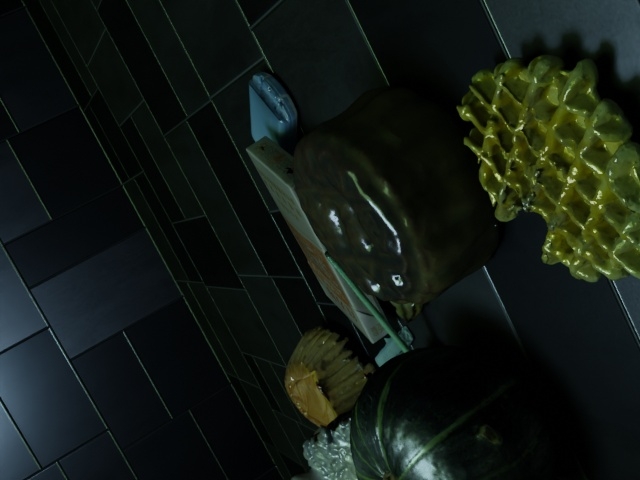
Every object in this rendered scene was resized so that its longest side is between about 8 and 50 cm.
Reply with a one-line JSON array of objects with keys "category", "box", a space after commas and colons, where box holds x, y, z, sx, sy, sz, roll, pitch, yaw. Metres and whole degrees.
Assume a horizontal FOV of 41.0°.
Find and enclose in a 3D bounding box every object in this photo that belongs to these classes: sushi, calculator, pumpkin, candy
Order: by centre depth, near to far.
[{"category": "pumpkin", "box": [0.188, 0.311, 1.261, 0.323, 0.241, 0.323, 32, 139, 33]}, {"category": "candy", "box": [0.108, 0.140, 1.394, 0.092, 0.093, 0.335, -19, 117, 42]}, {"category": "calculator", "box": [-0.085, -0.208, 1.532, 0.121, 0.039, 0.210, 53, 160, 25]}, {"category": "sushi", "box": [0.108, 0.370, 1.598, 0.196, 0.182, 0.343, 46, 138, -3]}]

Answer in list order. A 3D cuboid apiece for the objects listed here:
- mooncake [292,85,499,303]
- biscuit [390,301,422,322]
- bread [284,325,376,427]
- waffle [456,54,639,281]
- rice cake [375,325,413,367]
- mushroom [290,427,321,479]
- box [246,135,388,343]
[{"category": "mooncake", "box": [0.094, -0.052, 1.130, 0.290, 0.161, 0.290, 48, 158, 26]}, {"category": "biscuit", "box": [0.089, -0.001, 1.400, 0.273, 0.036, 0.187, 54, 161, 16]}, {"category": "bread", "box": [0.025, 0.317, 1.857, 0.274, 0.149, 0.274, 44, 148, 37]}, {"category": "waffle", "box": [0.248, -0.069, 0.884, 0.250, 0.056, 0.261, 13, 128, 63]}, {"category": "rice cake", "box": [0.134, 0.200, 1.589, 0.042, 0.030, 0.180, 57, 160, 15]}, {"category": "mushroom", "box": [0.035, 0.576, 2.086, 0.243, 0.244, 0.243, 49, 158, 28]}, {"category": "box", "box": [-0.001, 0.001, 1.502, 0.204, 0.051, 0.365, 42, 164, 55]}]
